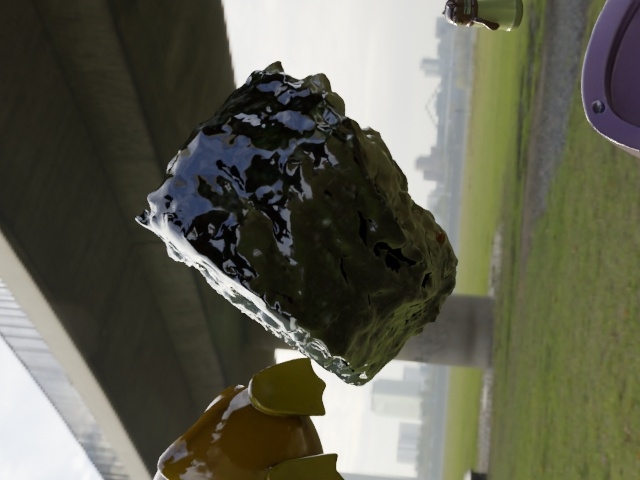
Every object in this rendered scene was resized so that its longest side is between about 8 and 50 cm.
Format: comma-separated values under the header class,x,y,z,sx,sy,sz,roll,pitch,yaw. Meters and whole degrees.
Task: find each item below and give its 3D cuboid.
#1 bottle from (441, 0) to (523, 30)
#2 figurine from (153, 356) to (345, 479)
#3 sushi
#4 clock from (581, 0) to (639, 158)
class,x,y,z,sx,sy,sz,roll,pitch,yaw
bottle,0.209,-0.298,1.123,0.063,0.101,0.047,-127,37,-74
figurine,-0.080,0.239,0.869,0.228,0.215,0.215,95,-176,-57
sushi,0.000,0.000,0.699,0.171,0.211,0.350,-53,-25,-6
clock,0.181,-0.073,0.314,0.050,0.152,0.110,11,-89,-65
